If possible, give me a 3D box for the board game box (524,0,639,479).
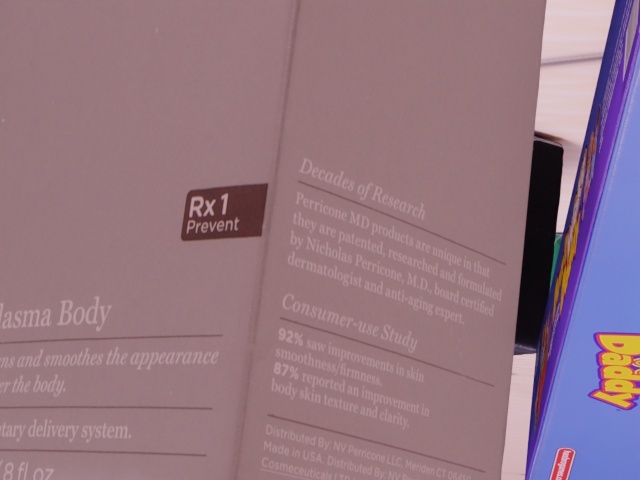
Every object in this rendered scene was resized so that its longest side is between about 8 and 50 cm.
[{"bbox_3d":[0.210,0.010,0.671,0.233,0.078,0.347,7,150,4],"label":"board game box"}]

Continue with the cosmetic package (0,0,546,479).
[{"bbox_3d":[-0.018,-0.038,0.470,0.127,0.238,0.107,-8,163,42],"label":"cosmetic package"}]

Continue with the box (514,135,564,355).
[{"bbox_3d":[0.000,0.000,0.917,0.153,0.108,0.207,14,166,-29],"label":"box"}]

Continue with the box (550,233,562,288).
[{"bbox_3d":[0.143,0.037,1.152,0.105,0.043,0.179,0,163,31],"label":"box"}]
